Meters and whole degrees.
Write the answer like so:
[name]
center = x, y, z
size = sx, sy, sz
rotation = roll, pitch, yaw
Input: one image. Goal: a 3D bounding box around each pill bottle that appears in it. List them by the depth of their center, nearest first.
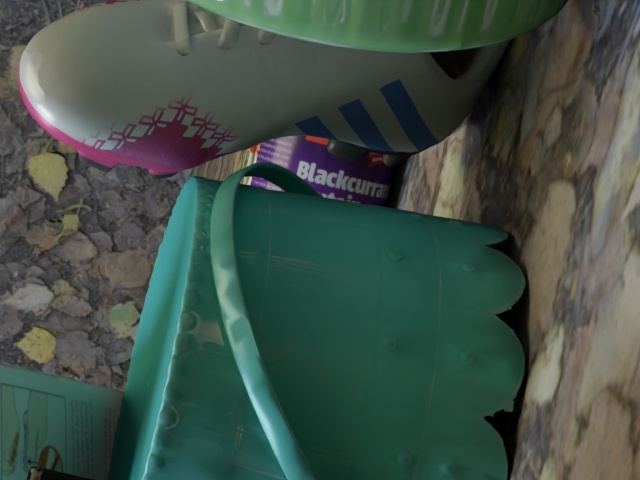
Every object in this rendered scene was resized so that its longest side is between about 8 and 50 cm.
[pill bottle]
center = 0.006, -0.065, 1.341
size = 0.108, 0.108, 0.194
rotation = -141, 65, -80

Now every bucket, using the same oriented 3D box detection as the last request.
[bucket]
center = -0.013, 0.096, 0.992
size = 0.281, 0.183, 0.281
rotation = -167, 90, -79

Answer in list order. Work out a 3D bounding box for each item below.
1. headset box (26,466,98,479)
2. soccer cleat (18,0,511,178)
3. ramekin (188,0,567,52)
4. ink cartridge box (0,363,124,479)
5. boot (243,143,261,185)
[headset box]
center = -0.024, 0.204, 0.710
size = 0.283, 0.246, 0.131
rotation = 129, 154, -67
[soccer cleat]
center = -0.021, -0.119, 1.024
size = 0.143, 0.331, 0.116
rotation = -49, 59, 37
[ramekin]
center = 0.020, -0.224, 0.938
size = 0.303, 0.303, 0.148
rotation = -92, 11, -58
[ink cartridge box]
center = -0.165, 0.245, 1.070
size = 0.385, 0.091, 0.308
rotation = 26, -122, -64
[boot]
center = -0.026, -0.102, 1.665
size = 0.059, 0.084, 0.158
rotation = -142, 67, -82
